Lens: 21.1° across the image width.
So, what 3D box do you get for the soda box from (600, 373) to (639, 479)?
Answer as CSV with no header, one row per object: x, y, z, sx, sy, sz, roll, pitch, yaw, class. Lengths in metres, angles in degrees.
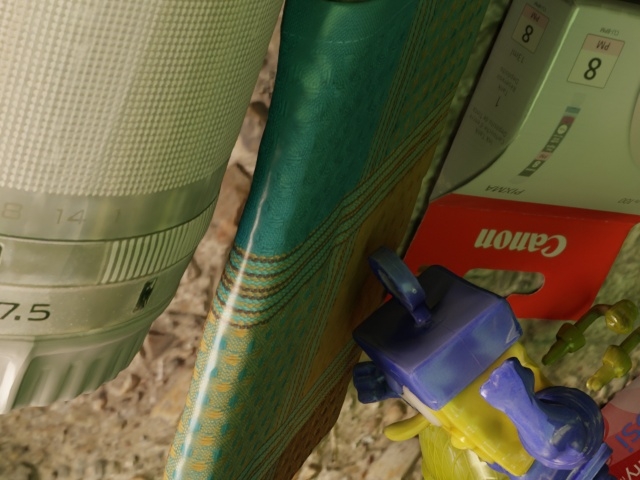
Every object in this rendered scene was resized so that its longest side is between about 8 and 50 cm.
0.285,0.123,1.232,0.263,0.083,0.092,-43,136,-2,soda box

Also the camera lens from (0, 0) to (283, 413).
-0.128,-0.100,0.682,0.219,0.219,0.274,1,121,-35,camera lens

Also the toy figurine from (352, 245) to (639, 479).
0.107,0.060,0.955,0.191,0.362,0.217,-47,108,-2,toy figurine

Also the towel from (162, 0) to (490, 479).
0.000,0.000,0.875,0.271,0.040,0.370,-43,155,-60,towel

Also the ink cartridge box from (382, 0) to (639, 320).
0.162,-0.038,1.049,0.189,0.066,0.232,4,114,-37,ink cartridge box
